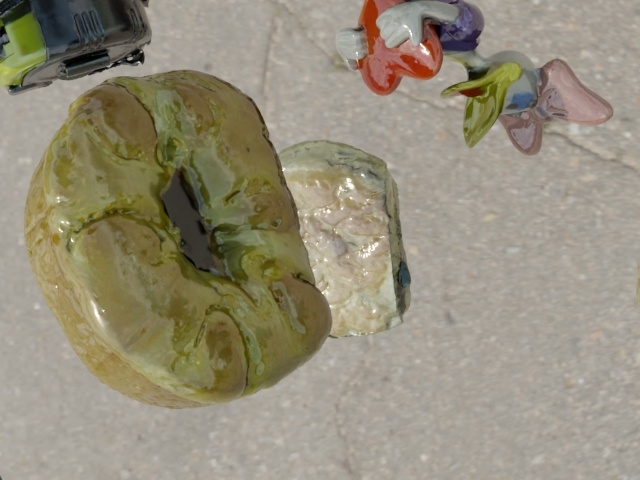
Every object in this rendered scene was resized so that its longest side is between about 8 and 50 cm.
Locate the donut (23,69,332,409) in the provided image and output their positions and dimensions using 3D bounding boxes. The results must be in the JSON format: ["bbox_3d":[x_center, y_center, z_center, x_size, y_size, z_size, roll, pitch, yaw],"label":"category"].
[{"bbox_3d":[-0.116,0.002,0.948,0.128,0.208,0.262,-29,76,49],"label":"donut"}]

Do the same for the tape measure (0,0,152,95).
[{"bbox_3d":[-0.274,-0.226,1.342,0.186,0.199,0.112,163,86,-76],"label":"tape measure"}]

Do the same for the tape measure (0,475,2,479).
[{"bbox_3d":[-0.470,0.334,1.646,0.094,0.091,0.054,-13,100,26],"label":"tape measure"}]

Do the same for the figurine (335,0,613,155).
[{"bbox_3d":[0.115,-0.238,1.318,0.421,0.193,0.154,50,147,-12],"label":"figurine"}]

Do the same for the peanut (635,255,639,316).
[{"bbox_3d":[0.246,-0.022,0.713,0.120,0.298,0.136,7,140,14],"label":"peanut"}]

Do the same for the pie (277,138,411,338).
[{"bbox_3d":[-0.001,0.002,1.275,0.185,0.052,0.218,1,120,14],"label":"pie"}]
